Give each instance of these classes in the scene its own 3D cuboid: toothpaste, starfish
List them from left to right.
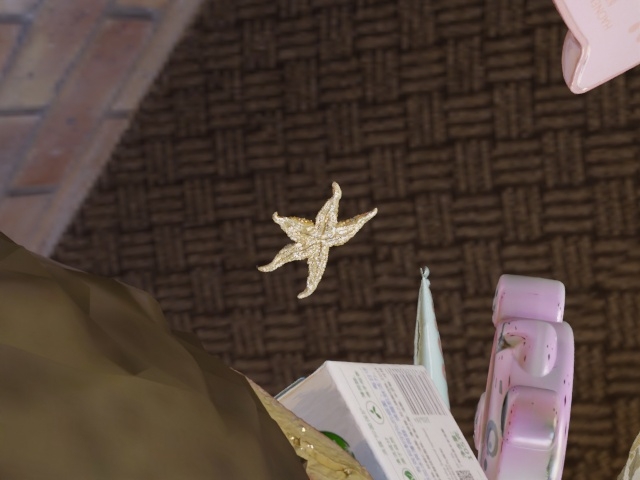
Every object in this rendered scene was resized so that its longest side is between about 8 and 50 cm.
[{"bbox_3d":[0.000,0.000,1.144,0.016,0.086,0.092,49,137,49],"label":"starfish"},{"bbox_3d":[0.093,0.127,1.388,0.036,0.056,0.205,-3,71,3],"label":"toothpaste"}]

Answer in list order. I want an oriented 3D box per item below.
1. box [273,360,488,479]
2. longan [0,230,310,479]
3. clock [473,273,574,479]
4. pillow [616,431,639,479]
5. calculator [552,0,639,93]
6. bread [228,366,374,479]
[{"bbox_3d":[0.055,0.172,0.994,0.073,0.139,0.194,-37,70,21],"label":"box"},{"bbox_3d":[-0.165,0.159,0.591,0.391,0.391,0.391,4,98,34],"label":"longan"},{"bbox_3d":[0.212,0.181,1.729,0.090,0.248,0.227,7,122,4],"label":"clock"},{"bbox_3d":[0.330,0.198,1.478,0.128,0.051,0.229,51,138,40],"label":"pillow"},{"bbox_3d":[0.266,-0.239,1.051,0.330,0.220,0.048,-35,53,6],"label":"calculator"},{"bbox_3d":[-0.066,0.130,0.869,0.192,0.067,0.119,-34,80,35],"label":"bread"}]
